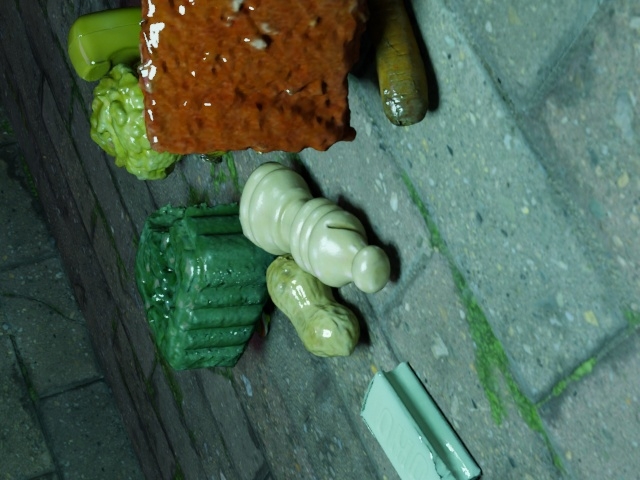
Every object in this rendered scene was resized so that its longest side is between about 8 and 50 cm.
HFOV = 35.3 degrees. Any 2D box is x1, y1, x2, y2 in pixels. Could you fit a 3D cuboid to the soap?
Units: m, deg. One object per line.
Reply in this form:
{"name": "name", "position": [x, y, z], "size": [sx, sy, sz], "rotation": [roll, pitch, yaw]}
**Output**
{"name": "soap", "position": [0.135, 0.282, 1.409], "size": [0.198, 0.063, 0.114], "rotation": [55, 148, 35]}

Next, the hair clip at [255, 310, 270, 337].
{"name": "hair clip", "position": [-0.132, 0.093, 1.898], "size": [0.060, 0.033, 0.188], "rotation": [-17, 90, 63]}

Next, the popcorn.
{"name": "popcorn", "position": [-0.360, -0.226, 2.026], "size": [0.225, 0.174, 0.286], "rotation": [63, 155, 6]}

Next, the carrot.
{"name": "carrot", "position": [0.091, -0.227, 1.203], "size": [0.060, 0.060, 0.186], "rotation": [161, 99, -66]}

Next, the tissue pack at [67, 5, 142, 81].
{"name": "tissue pack", "position": [-0.415, -0.402, 2.018], "size": [0.123, 0.178, 0.127], "rotation": [-27, 82, 63]}

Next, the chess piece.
{"name": "chess piece", "position": [0.000, 0.000, 1.484], "size": [0.307, 0.124, 0.138], "rotation": [35, 104, 49]}

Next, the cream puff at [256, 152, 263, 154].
{"name": "cream puff", "position": [-0.097, -0.207, 1.556], "size": [0.126, 0.103, 0.143], "rotation": [55, 144, 38]}

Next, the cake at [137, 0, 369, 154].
{"name": "cake", "position": [-0.091, -0.295, 1.240], "size": [0.319, 0.270, 0.269], "rotation": [-104, 17, -50]}

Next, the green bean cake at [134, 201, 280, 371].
{"name": "green bean cake", "position": [-0.228, 0.046, 1.862], "size": [0.307, 0.169, 0.300], "rotation": [59, 140, 42]}

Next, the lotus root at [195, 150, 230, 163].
{"name": "lotus root", "position": [-0.188, -0.233, 1.726], "size": [0.120, 0.120, 0.209], "rotation": [39, 138, 52]}

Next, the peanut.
{"name": "peanut", "position": [-0.011, 0.103, 1.574], "size": [0.098, 0.103, 0.229], "rotation": [-46, 53, 10]}
